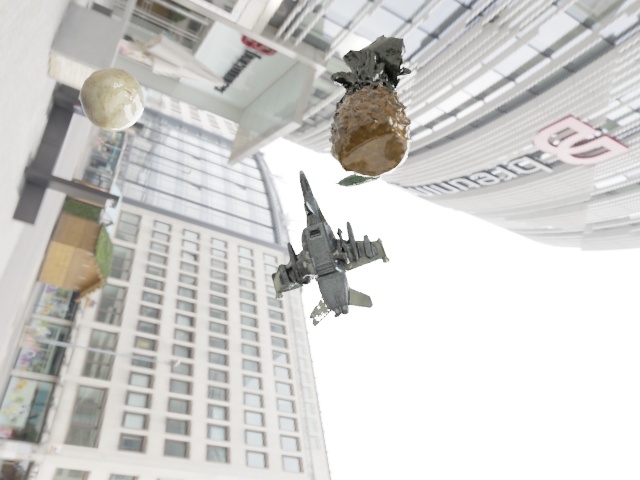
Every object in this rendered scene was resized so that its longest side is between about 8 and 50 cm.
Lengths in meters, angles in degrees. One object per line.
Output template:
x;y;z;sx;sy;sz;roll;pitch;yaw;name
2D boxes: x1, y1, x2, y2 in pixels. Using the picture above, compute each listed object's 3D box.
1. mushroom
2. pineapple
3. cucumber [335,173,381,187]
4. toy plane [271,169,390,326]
-0.547;-0.371;1.387;0.127;0.166;0.166;35;-73;35;mushroom
0.071;-0.194;0.726;0.111;0.119;0.237;94;-1;-48;pineapple
0.101;-0.161;1.366;0.155;0.037;0.037;-9;-116;44;cucumber
-0.003;-0.002;0.843;0.088;0.192;0.261;31;40;-75;toy plane
